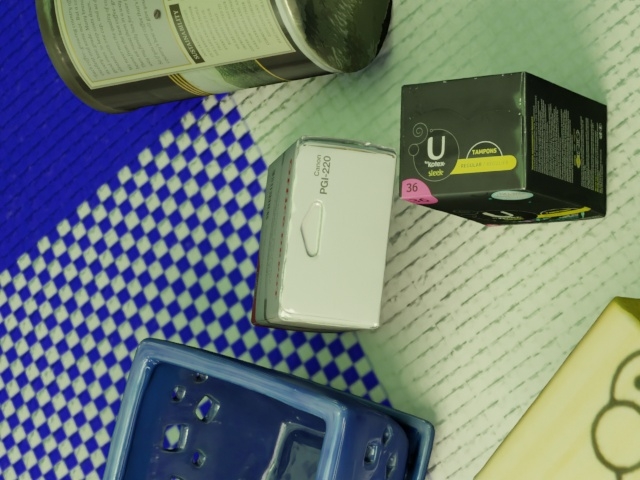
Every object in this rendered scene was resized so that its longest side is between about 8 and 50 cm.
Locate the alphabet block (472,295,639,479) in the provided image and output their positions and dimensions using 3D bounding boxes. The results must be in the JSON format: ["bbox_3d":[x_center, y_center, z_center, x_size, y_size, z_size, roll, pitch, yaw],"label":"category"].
[{"bbox_3d":[0.274,0.178,1.484,0.192,0.193,0.197,48,115,28],"label":"alphabet block"}]

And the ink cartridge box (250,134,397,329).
[{"bbox_3d":[0.000,0.000,1.689,0.092,0.218,0.158,7,85,-6],"label":"ink cartridge box"}]

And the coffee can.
[{"bbox_3d":[-0.100,-0.237,1.800,0.275,0.201,0.201,-7,79,33],"label":"coffee can"}]

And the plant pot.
[{"bbox_3d":[-0.040,0.230,1.683,0.236,0.212,0.236,15,91,33],"label":"plant pot"}]

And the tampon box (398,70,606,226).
[{"bbox_3d":[0.158,-0.075,1.629,0.120,0.161,0.101,-4,80,33],"label":"tampon box"}]
